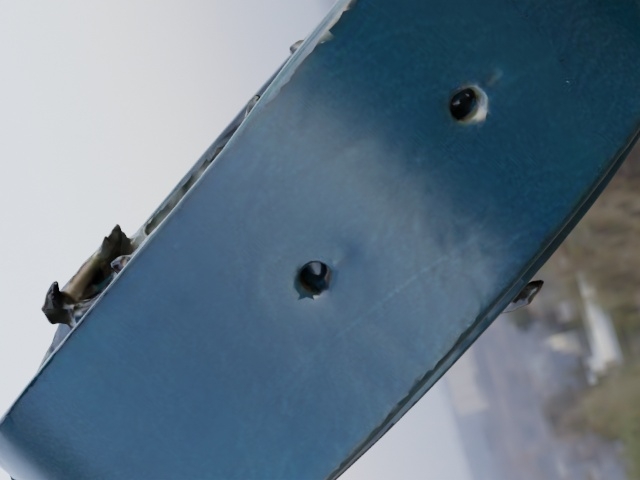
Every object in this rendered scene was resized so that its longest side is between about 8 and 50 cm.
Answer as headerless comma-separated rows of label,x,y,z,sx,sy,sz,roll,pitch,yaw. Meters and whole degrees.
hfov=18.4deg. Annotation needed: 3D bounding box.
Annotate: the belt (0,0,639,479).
belt,0.001,0.000,1.020,0.173,0.436,0.300,43,-151,-5
